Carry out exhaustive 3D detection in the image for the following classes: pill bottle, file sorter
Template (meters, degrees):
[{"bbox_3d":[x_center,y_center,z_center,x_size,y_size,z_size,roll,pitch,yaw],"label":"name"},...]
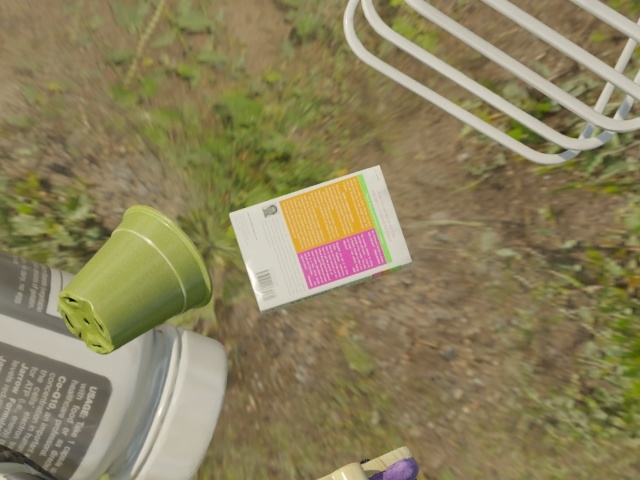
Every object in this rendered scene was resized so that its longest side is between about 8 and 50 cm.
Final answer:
[{"bbox_3d":[-0.287,0.123,1.535,0.361,0.204,0.204,21,88,-18],"label":"pill bottle"},{"bbox_3d":[0.144,-0.166,0.884,0.193,0.278,0.173,30,79,-7],"label":"file sorter"}]

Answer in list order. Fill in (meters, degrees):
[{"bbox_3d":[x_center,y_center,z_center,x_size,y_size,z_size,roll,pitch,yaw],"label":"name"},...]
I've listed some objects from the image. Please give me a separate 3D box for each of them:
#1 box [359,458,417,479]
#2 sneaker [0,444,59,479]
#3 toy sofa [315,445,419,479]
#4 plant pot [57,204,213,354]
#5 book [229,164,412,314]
[{"bbox_3d":[0.063,0.377,1.870,0.077,0.180,0.147,19,124,-29],"label":"box"},{"bbox_3d":[-0.110,0.178,0.698,0.107,0.275,0.110,28,75,33],"label":"sneaker"},{"bbox_3d":[-0.013,0.326,1.408,0.177,0.362,0.150,-17,71,-27],"label":"toy sofa"},{"bbox_3d":[-0.128,0.033,1.037,0.079,0.083,0.083,-41,93,-30],"label":"plant pot"},{"bbox_3d":[0.000,0.000,1.435,0.144,0.035,0.096,-17,77,-5],"label":"book"}]
